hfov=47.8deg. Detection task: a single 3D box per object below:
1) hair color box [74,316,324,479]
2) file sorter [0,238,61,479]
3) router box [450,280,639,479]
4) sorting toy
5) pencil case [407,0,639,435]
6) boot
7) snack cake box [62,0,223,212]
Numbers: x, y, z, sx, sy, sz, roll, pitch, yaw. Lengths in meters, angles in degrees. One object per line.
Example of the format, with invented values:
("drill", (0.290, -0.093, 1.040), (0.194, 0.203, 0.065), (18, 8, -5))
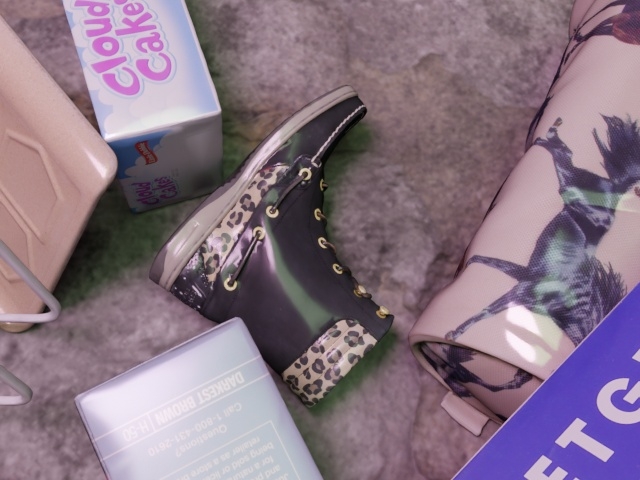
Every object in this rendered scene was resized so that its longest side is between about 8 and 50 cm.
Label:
("hair color box", (-0.019, 0.253, 0.466), (0.113, 0.185, 0.374), (-26, 78, -14))
("file sorter", (-0.295, 0.125, 0.422), (0.173, 0.193, 0.278), (2, 59, 8))
("router box", (0.225, 0.182, 0.474), (0.335, 0.301, 0.082), (-41, 38, -16))
("sorting toy", (-0.247, -0.056, 0.552), (0.193, 0.208, 0.038), (49, 36, 9))
("pencil case", (0.218, -0.036, 0.591), (0.159, 0.183, 0.410), (26, 74, 10))
("boot", (-0.001, 0.001, 0.604), (0.178, 0.085, 0.236), (43, 74, 3))
("snack cake box", (-0.160, -0.174, 0.599), (0.089, 0.152, 0.264), (-17, 75, -14))
